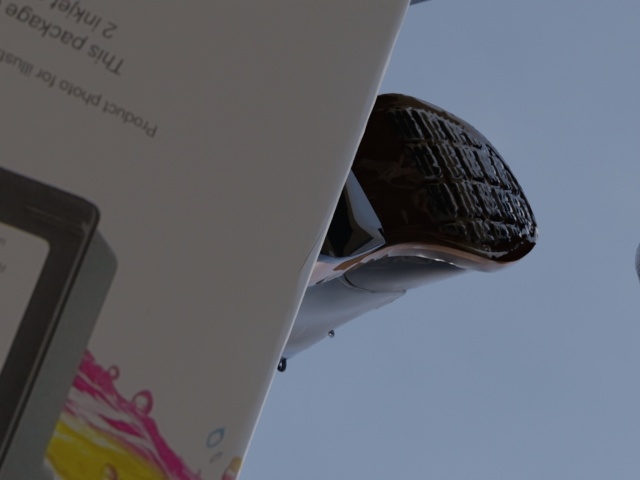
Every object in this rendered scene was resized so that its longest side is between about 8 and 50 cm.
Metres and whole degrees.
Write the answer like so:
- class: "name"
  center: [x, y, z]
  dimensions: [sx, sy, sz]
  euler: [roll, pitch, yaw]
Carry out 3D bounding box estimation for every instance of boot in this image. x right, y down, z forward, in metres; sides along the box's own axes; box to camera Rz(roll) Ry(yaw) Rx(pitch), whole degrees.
- class: "boot"
  center: [0.000, 0.000, 0.777]
  dimensions: [0.219, 0.106, 0.082]
  euler: [0, -119, -57]

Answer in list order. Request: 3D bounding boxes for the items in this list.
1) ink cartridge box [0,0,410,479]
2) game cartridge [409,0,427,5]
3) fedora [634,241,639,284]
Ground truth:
- class: "ink cartridge box"
  center: [-0.141, 0.019, 0.508]
  dimensions: [0.197, 0.270, 0.198]
  euler: [25, 168, -27]
- class: "game cartridge"
  center: [-0.025, -0.169, 0.809]
  dimensions: [0.294, 0.060, 0.196]
  euler: [-16, -130, -5]
- class: "fedora"
  center: [0.262, 0.041, 0.952]
  dimensions: [0.275, 0.124, 0.244]
  euler: [37, -167, 4]
